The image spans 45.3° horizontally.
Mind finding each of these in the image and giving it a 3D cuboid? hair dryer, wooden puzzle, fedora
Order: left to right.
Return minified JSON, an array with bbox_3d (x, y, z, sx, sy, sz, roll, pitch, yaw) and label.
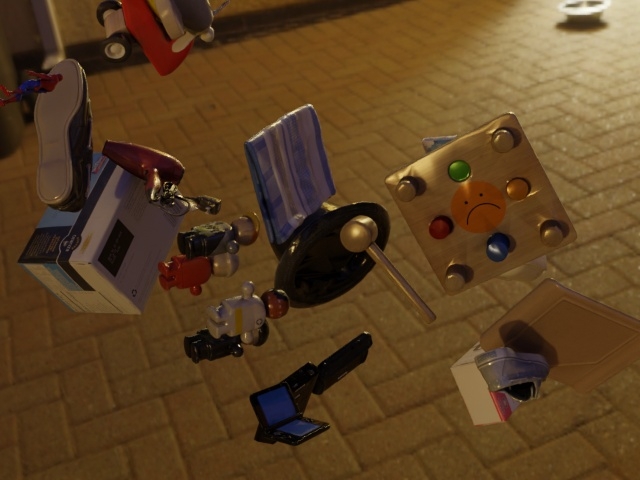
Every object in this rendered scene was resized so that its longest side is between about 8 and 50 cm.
[{"bbox_3d":[-0.369,-0.151,1.728,0.293,0.080,0.223,31,11,17],"label":"hair dryer"},{"bbox_3d":[0.000,0.000,1.732,0.334,0.334,0.152,-26,56,-29],"label":"fedora"},{"bbox_3d":[0.442,0.172,1.378,0.238,0.221,0.044,26,44,-11],"label":"wooden puzzle"}]

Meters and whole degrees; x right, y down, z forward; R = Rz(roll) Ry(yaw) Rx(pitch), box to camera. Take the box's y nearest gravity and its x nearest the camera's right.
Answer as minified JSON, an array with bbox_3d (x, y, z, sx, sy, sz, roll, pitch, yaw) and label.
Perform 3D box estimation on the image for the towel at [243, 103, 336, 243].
[{"bbox_3d":[-0.051,-0.136,1.490,0.034,0.209,0.285,-5,20,26],"label":"towel"}]

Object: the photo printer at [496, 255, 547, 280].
[{"bbox_3d":[0.378,-0.042,1.605,0.107,0.256,0.307,-19,-12,22],"label":"photo printer"}]

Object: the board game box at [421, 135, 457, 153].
[{"bbox_3d":[0.294,-0.204,1.822,0.090,0.090,0.020,1,37,40],"label":"board game box"}]

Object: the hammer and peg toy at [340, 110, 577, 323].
[{"bbox_3d":[0.236,-0.031,1.364,0.361,0.266,0.127,-28,9,20],"label":"hammer and peg toy"}]

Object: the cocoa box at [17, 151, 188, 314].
[{"bbox_3d":[-0.521,-0.021,1.877,0.227,0.231,0.347,-1,53,26],"label":"cocoa box"}]

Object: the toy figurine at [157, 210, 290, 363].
[{"bbox_3d":[-0.152,0.077,1.251,0.148,0.209,0.213,-14,71,-31],"label":"toy figurine"}]

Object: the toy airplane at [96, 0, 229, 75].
[{"bbox_3d":[-0.280,-0.512,1.360,0.272,0.386,0.384,-8,3,-11],"label":"toy airplane"}]

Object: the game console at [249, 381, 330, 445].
[{"bbox_3d":[-0.053,0.307,1.368,0.107,0.071,0.122,7,7,31],"label":"game console"}]

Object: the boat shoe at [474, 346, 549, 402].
[{"bbox_3d":[0.334,0.238,1.309,0.079,0.227,0.081,-27,62,29],"label":"boat shoe"}]

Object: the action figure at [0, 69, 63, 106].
[{"bbox_3d":[-0.413,-0.223,1.100,0.030,0.038,0.115,47,36,5],"label":"action figure"}]

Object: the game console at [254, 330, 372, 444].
[{"bbox_3d":[-0.006,0.337,1.811,0.044,0.213,0.361,40,46,23],"label":"game console"}]

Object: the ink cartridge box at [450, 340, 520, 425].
[{"bbox_3d":[0.422,0.327,1.855,0.092,0.159,0.218,-21,2,40],"label":"ink cartridge box"}]

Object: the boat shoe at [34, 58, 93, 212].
[{"bbox_3d":[-0.544,-0.220,1.647,0.112,0.095,0.335,-4,74,12],"label":"boat shoe"}]
